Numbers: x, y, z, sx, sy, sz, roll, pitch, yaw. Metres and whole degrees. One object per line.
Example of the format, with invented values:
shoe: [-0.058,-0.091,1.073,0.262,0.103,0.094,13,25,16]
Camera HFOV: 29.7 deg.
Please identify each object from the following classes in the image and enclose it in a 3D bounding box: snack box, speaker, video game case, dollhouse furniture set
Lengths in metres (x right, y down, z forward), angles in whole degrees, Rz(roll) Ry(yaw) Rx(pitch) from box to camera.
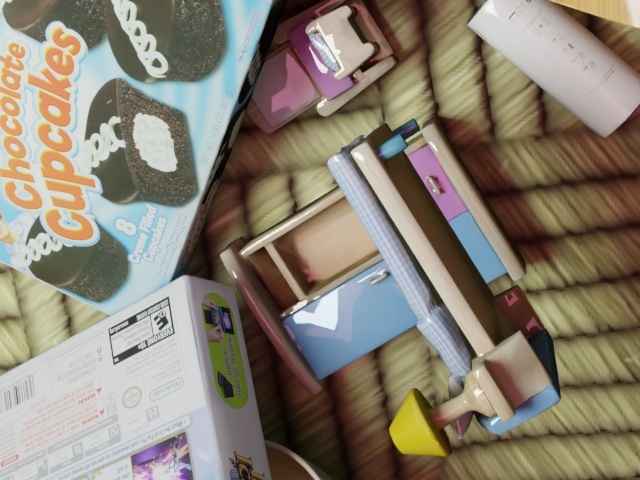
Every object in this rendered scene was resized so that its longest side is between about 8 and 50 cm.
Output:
snack box: [-0.158,-0.092,0.888,0.187,0.060,0.322,26,128,2]
speaker: [0.177,-0.138,0.894,0.136,0.055,0.055,39,104,-2]
video game case: [-0.156,0.190,0.911,0.269,0.061,0.244,-28,62,31]
dollhouse furniture set: [0.000,0.000,0.821,0.198,0.303,0.286,-32,96,12]

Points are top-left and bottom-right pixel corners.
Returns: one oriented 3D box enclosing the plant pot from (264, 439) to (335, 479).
plant pot: [-0.027,0.317,0.936,0.284,0.284,0.191,-45,132,14]

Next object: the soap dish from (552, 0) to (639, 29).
soap dish: [0.203,-0.286,0.780,0.118,0.229,0.291,2,103,24]
